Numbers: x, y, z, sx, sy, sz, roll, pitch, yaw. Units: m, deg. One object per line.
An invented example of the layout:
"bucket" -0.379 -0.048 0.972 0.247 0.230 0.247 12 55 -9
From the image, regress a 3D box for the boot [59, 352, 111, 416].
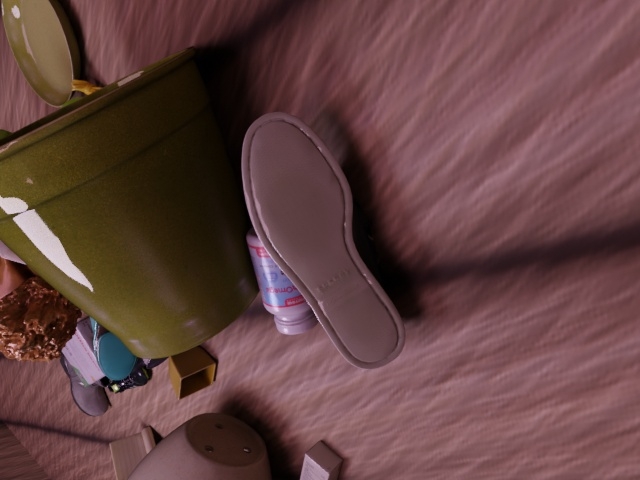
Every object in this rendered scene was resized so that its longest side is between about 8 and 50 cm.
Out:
"boot" -0.670 0.422 1.655 0.161 0.083 0.246 -6 111 40

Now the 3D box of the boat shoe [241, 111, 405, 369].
"boat shoe" 0.004 -0.002 0.723 0.340 0.127 0.113 58 -178 -10

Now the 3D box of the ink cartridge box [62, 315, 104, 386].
"ink cartridge box" -0.602 0.288 1.493 0.212 0.093 0.154 -32 91 50

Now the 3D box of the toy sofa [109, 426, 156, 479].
"toy sofa" -0.476 0.716 1.612 0.150 0.177 0.362 -132 35 -50

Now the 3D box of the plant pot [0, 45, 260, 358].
"plant pot" -0.261 -0.033 0.812 0.367 0.366 0.352 -1 124 45

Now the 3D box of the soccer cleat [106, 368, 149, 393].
"soccer cleat" -0.497 0.364 1.452 0.179 0.072 0.060 -30 91 49

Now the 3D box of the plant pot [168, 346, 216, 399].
"plant pot" -0.278 0.266 1.180 0.083 0.081 0.081 46 139 31

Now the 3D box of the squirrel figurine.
"squirrel figurine" -0.578 0.060 1.200 0.371 0.281 0.396 -29 67 30

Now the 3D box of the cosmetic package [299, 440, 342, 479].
"cosmetic package" -0.001 0.429 1.032 0.060 0.041 0.115 34 133 26

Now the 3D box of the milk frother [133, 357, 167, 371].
"milk frother" -0.400 0.228 1.274 0.135 0.129 0.143 45 180 16

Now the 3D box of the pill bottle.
"pill bottle" -0.049 0.052 0.819 0.087 0.087 0.160 7 119 42

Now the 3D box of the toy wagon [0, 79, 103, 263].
"toy wagon" -0.458 -0.117 1.019 0.267 0.344 0.068 16 173 -6

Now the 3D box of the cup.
"cup" -0.226 0.493 1.126 0.331 0.331 0.236 29 103 29

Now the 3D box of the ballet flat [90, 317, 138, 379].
"ballet flat" -0.381 0.140 1.027 0.087 0.083 0.247 -131 37 -49

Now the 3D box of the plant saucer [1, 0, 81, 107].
"plant saucer" -0.519 -0.375 1.057 0.241 0.037 0.240 24 129 33
